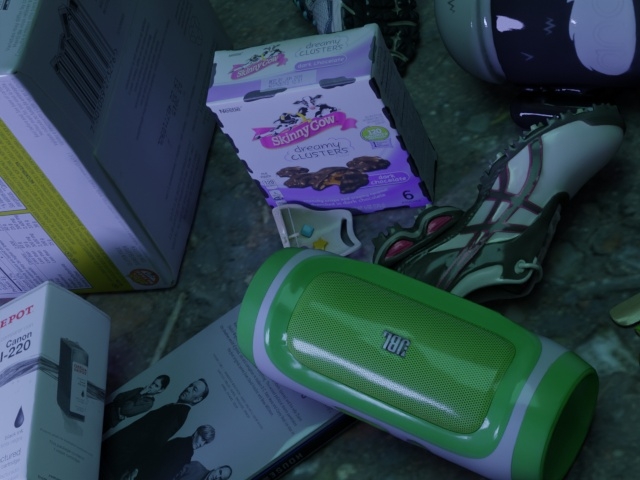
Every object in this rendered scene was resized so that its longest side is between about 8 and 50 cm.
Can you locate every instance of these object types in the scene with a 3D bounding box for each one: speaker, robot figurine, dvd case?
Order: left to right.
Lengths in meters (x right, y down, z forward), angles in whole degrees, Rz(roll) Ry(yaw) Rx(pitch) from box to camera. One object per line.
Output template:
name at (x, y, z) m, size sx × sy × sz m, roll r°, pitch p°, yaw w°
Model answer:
dvd case at (-0.102, 0.167, 1.378) m, size 0.238 × 0.030 × 0.179 m, roll -34°, pitch 49°, yaw -4°
speaker at (0.079, 0.104, 1.262) m, size 0.296 × 0.131 × 0.131 m, roll 21°, pitch 66°, yaw 26°
robot figurine at (0.248, -0.231, 1.428) m, size 0.278 × 0.174 × 0.209 m, roll 4°, pitch 54°, yaw 26°

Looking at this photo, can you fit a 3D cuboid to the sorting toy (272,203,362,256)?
sorting toy at (0.000, 0.000, 1.452) m, size 0.075 × 0.045 × 0.083 m, roll -18°, pitch 50°, yaw 2°

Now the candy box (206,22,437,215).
candy box at (0.005, -0.107, 1.423) m, size 0.164 × 0.196 × 0.070 m, roll -7°, pitch 53°, yaw 20°

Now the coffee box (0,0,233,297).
coffee box at (-0.329, -0.171, 1.527) m, size 0.334 × 0.338 × 0.338 m, roll -5°, pitch 54°, yaw 22°

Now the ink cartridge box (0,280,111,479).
ink cartridge box at (-0.285, 0.169, 1.393) m, size 0.158 × 0.092 × 0.218 m, roll -27°, pitch 45°, yaw 29°

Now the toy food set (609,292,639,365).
toy food set at (0.333, 0.088, 1.236) m, size 0.132 × 0.038 × 0.192 m, roll -31°, pitch 49°, yaw 0°

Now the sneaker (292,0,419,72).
sneaker at (0.024, -0.271, 1.618) m, size 0.122 × 0.110 × 0.283 m, roll -34°, pitch 53°, yaw 43°

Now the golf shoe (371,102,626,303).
golf shoe at (0.180, -0.013, 1.356) m, size 0.273 × 0.105 × 0.120 m, roll -37°, pitch 64°, yaw 3°
